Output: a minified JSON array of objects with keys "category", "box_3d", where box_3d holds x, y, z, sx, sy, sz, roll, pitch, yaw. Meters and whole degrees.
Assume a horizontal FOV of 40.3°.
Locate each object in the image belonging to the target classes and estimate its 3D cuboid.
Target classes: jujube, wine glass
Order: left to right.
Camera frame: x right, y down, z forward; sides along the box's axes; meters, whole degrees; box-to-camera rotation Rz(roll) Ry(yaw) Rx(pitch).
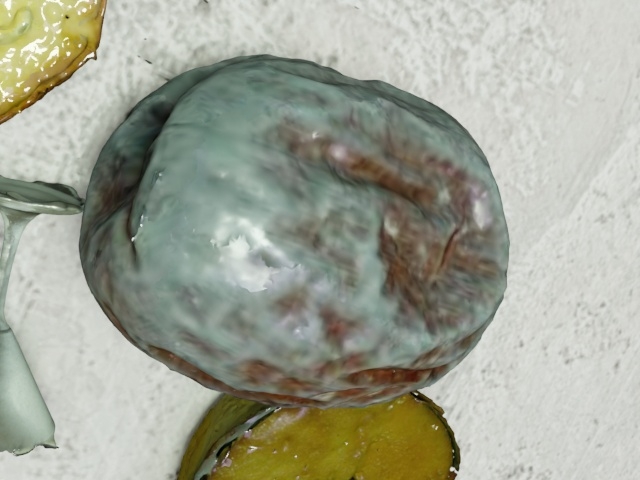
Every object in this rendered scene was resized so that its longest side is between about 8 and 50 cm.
[{"category":"wine glass","box_3d":[-0.226,0.047,0.615,0.122,0.122,0.182,13,99,-26]},{"category":"jujube","box_3d":[-0.005,-0.001,0.628,0.308,0.215,0.246,24,68,-31]}]

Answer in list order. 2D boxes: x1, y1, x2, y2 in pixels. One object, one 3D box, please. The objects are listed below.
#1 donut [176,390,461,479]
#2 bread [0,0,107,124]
[{"category":"donut","box_3d":[-0.010,0.218,0.778,0.272,0.107,0.272,-7,115,-15]},{"category":"bread","box_3d":[-0.256,-0.112,0.525,0.260,0.134,0.129,-33,109,-13]}]
